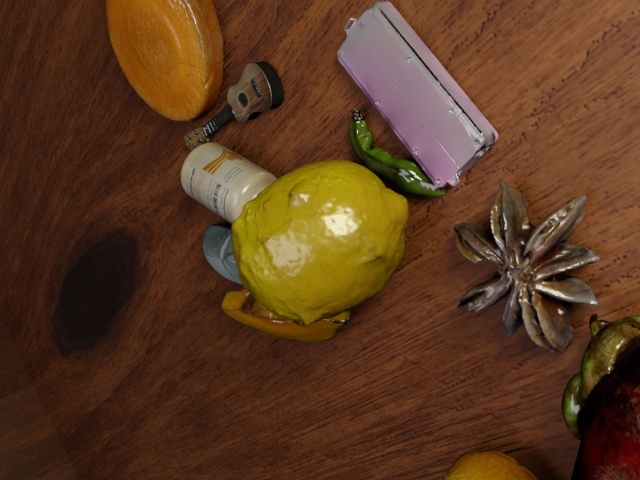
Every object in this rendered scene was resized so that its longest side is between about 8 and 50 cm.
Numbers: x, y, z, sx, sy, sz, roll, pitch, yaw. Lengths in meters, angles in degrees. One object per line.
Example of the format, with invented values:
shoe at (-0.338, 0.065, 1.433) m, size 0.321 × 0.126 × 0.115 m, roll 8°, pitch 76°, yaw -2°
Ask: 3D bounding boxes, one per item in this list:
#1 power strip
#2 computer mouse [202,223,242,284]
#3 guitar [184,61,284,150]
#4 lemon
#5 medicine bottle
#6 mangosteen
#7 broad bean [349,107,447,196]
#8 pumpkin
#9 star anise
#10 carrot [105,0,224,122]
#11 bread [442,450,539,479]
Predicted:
power strip at (0.127, -0.203, 0.946) m, size 0.279 × 0.037 × 0.109 m, roll 55°, pitch 136°, yaw 14°
computer mouse at (-0.160, 0.028, 1.318) m, size 0.229 × 0.068 × 0.113 m, roll 13°, pitch 117°, yaw 42°
guitar at (-0.162, -0.228, 1.232) m, size 0.271 × 0.038 × 0.083 m, roll -26°, pitch 86°, yaw 45°
lemon at (0.000, 0.000, 1.013) m, size 0.288 × 0.233 × 0.233 m, roll -26°, pitch 87°, yaw 23°
medicine bottle at (-0.131, -0.080, 1.209) m, size 0.252 × 0.114 × 0.114 m, roll 32°, pitch 127°, yaw 32°
mangosteen at (0.386, 0.214, 0.685) m, size 0.311 × 0.311 × 0.311 m, roll 20°, pitch 120°, yaw 39°
broad bean at (0.101, -0.115, 1.006) m, size 0.195 × 0.046 × 0.061 m, roll 47°, pitch 137°, yaw 23°
pumpkin at (-0.028, 0.098, 1.208) m, size 0.254 × 0.149 × 0.130 m, roll 0°, pitch 64°, yaw 29°
star anise at (0.261, 0.041, 0.879) m, size 0.229 × 0.093 × 0.236 m, roll -32°, pitch 85°, yaw 41°
carrot at (-0.280, -0.370, 1.267) m, size 0.258 × 0.100 × 0.307 m, roll -2°, pitch 113°, yaw 45°
bread at (0.263, 0.441, 1.000) m, size 0.195 × 0.143 × 0.269 m, roll -16°, pitch 93°, yaw 50°
